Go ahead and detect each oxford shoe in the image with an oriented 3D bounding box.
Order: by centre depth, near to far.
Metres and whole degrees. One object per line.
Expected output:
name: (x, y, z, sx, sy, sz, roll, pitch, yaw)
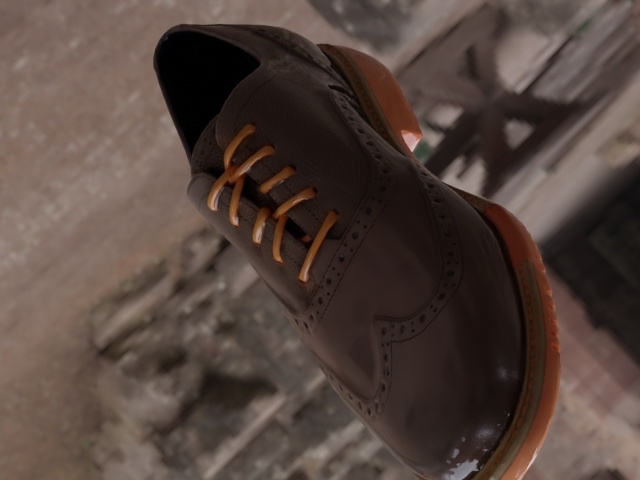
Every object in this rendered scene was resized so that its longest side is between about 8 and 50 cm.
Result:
oxford shoe: (0.000, 0.000, 0.836, 0.130, 0.133, 0.363, -60, -148, 18)
